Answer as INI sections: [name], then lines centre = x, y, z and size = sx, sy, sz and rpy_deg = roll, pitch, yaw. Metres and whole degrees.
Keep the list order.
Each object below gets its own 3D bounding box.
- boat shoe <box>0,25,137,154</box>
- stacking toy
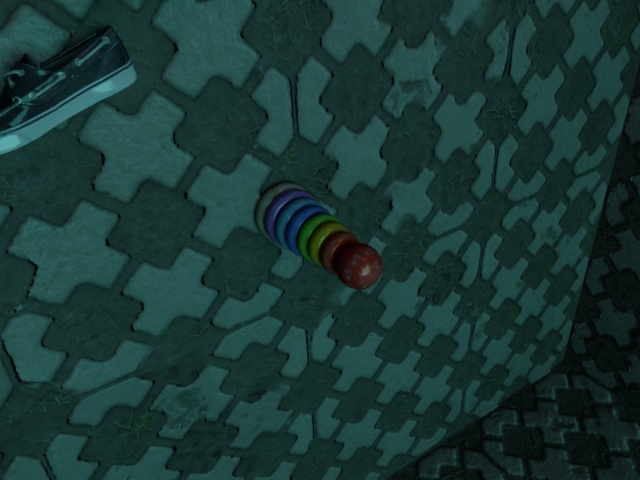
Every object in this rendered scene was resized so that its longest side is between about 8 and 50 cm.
[boat shoe]
centre = -0.426, -0.228, 0.854
size = 0.301, 0.108, 0.102
rpy_deg = -36, 132, -19
[stacking toy]
centre = 0.000, 0.000, 1.165
size = 0.141, 0.330, 0.141
rpy_deg = -19, 126, -28
